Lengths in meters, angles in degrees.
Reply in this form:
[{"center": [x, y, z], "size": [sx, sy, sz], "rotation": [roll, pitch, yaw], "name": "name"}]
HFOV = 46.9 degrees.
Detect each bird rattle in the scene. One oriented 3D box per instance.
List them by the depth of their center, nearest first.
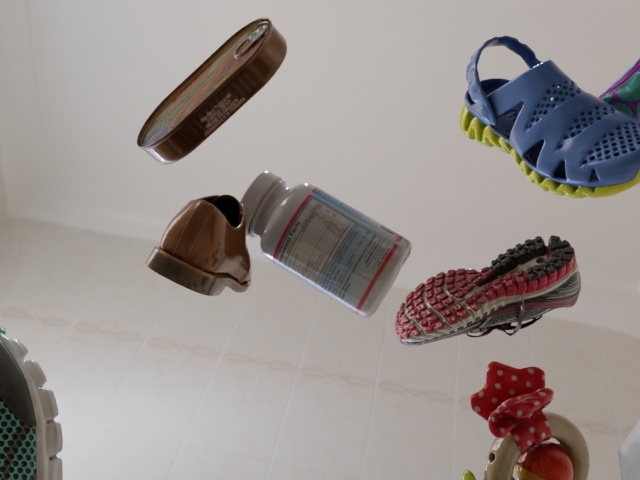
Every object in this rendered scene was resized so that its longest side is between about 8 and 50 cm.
[{"center": [0.283, 0.304, 1.026], "size": [0.207, 0.253, 0.143], "rotation": [19, -11, -24], "name": "bird rattle"}]

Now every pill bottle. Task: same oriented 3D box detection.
[{"center": [0.000, 0.000, 0.708], "size": [0.160, 0.087, 0.087], "rotation": [31, -55, 9], "name": "pill bottle"}]

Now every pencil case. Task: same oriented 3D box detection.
[{"center": [0.394, -0.186, 0.941], "size": [0.070, 0.064, 0.152], "rotation": [34, -59, -21], "name": "pencil case"}]

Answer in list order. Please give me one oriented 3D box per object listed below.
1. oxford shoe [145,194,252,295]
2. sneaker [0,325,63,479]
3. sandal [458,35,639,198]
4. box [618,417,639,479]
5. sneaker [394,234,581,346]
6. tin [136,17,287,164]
[{"center": [-0.085, -0.001, 0.634], "size": [0.076, 0.212, 0.076], "rotation": [26, -90, -1], "name": "oxford shoe"}, {"center": [-0.144, 0.104, 0.292], "size": [0.065, 0.076, 0.166], "rotation": [-32, -109, 18], "name": "sneaker"}, {"center": [0.274, -0.158, 0.903], "size": [0.126, 0.317, 0.138], "rotation": [-31, -51, -17], "name": "sandal"}, {"center": [0.338, 0.206, 0.627], "size": [0.130, 0.170, 0.091], "rotation": [30, -77, 15], "name": "box"}, {"center": [0.260, 0.104, 1.143], "size": [0.299, 0.120, 0.112], "rotation": [-20, -57, 9], "name": "sneaker"}, {"center": [-0.113, -0.154, 0.769], "size": [0.190, 0.106, 0.040], "rotation": [-40, -55, 10], "name": "tin"}]
